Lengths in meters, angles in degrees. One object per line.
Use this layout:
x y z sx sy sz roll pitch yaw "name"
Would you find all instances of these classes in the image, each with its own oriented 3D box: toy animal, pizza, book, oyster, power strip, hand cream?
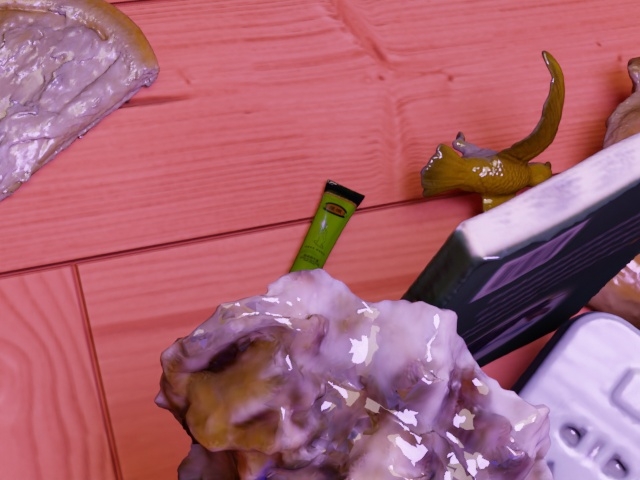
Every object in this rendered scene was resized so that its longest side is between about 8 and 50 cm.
0.156 -0.070 0.858 0.095 0.219 0.155 21 22 16 "toy animal"
-0.269 -0.128 0.815 0.181 0.034 0.262 34 62 4 "pizza"
0.132 0.028 0.639 0.260 0.371 0.043 -24 72 -23 "book"
0.009 0.195 0.495 0.238 0.115 0.351 15 94 -4 "oyster"
0.272 0.140 0.743 0.229 0.141 0.261 37 90 7 "power strip"
0.000 0.000 0.822 0.036 0.023 0.122 24 57 4 "hand cream"

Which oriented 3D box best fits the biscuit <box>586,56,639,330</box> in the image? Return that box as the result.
0.341 -0.040 0.883 0.213 0.091 0.274 19 59 -1 "biscuit"
